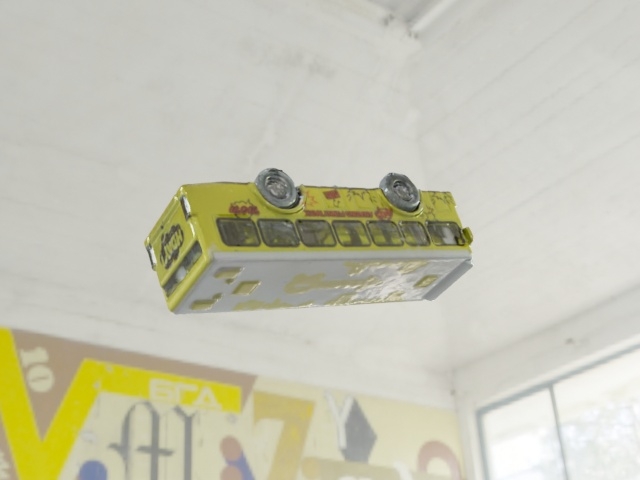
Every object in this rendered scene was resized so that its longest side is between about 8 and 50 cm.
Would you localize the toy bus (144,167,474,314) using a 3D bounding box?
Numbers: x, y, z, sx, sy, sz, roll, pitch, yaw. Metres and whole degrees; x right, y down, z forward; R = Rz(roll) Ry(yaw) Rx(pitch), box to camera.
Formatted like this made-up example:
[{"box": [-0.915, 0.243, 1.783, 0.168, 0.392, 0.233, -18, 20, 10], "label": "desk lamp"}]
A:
[{"box": [0.000, 0.000, 0.605, 0.226, 0.074, 0.081, 1, -34, -37], "label": "toy bus"}]
